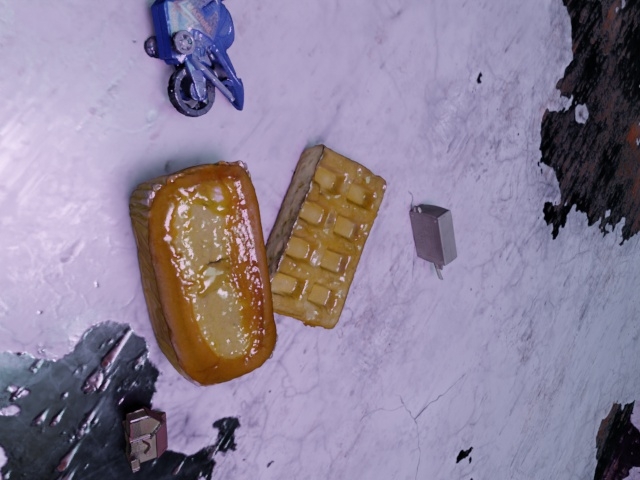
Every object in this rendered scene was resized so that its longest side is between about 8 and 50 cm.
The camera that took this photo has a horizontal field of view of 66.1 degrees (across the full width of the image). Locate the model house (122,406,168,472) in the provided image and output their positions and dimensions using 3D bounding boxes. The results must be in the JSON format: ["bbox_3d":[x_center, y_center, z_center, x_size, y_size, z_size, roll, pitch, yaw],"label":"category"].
[{"bbox_3d":[-0.235,0.263,0.673,0.058,0.057,0.083,-7,104,-33],"label":"model house"}]

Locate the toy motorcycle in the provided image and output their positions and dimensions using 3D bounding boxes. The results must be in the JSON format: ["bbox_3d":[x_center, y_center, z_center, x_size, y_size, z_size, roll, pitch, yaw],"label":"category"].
[{"bbox_3d":[-0.147,-0.255,0.596,0.114,0.076,0.205,-24,117,-40],"label":"toy motorcycle"}]

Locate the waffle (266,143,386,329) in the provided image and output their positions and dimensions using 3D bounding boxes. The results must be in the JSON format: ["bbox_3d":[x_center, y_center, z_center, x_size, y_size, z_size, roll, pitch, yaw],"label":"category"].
[{"bbox_3d":[0.000,0.000,0.790,0.168,0.057,0.274,21,89,-41],"label":"waffle"}]

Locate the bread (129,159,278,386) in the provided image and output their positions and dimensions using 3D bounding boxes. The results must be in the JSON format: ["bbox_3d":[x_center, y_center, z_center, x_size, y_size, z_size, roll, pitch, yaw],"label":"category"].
[{"bbox_3d":[-0.149,0.042,0.645,0.152,0.119,0.288,-21,114,-38],"label":"bread"}]

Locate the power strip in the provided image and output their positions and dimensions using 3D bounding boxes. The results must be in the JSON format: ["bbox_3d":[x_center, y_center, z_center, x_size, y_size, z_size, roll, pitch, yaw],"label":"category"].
[{"bbox_3d":[0.225,0.007,0.964,0.042,0.075,0.175,-31,121,-28],"label":"power strip"}]
